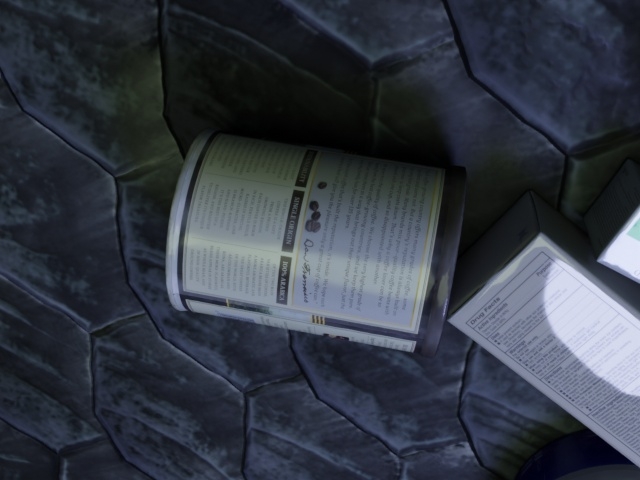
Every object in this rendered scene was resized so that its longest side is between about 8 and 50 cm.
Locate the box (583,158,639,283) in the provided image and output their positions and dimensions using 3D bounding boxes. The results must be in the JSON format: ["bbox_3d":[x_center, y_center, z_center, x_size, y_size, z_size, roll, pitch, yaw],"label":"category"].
[{"bbox_3d":[0.344,-0.012,0.826,0.101,0.102,0.087,27,120,-5],"label":"box"}]

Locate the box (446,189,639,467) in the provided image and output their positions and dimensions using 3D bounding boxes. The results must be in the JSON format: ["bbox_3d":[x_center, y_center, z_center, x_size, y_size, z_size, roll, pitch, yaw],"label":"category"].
[{"bbox_3d":[0.302,0.104,0.881,0.311,0.121,0.148,39,117,-9],"label":"box"}]

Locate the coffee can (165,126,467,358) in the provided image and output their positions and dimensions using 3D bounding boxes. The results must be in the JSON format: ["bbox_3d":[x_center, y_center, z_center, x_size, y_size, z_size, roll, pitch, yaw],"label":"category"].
[{"bbox_3d":[0.000,0.000,0.840,0.275,0.201,0.202,10,118,6],"label":"coffee can"}]

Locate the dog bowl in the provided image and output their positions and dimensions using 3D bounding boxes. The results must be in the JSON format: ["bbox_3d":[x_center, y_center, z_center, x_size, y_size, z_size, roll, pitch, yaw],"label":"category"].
[{"bbox_3d":[0.376,0.372,1.011,0.264,0.104,0.265,4,117,9],"label":"dog bowl"}]
